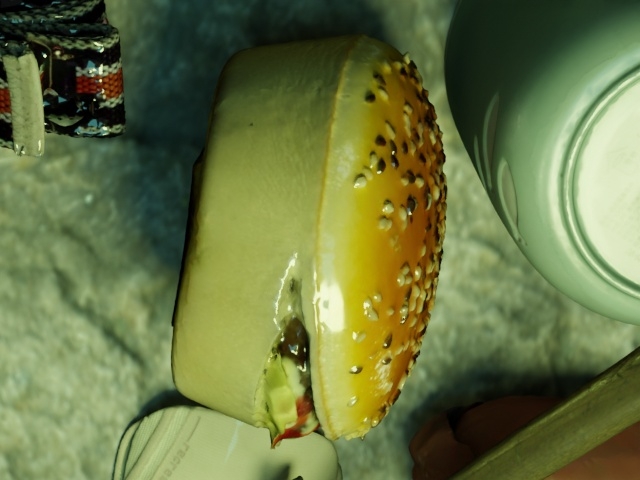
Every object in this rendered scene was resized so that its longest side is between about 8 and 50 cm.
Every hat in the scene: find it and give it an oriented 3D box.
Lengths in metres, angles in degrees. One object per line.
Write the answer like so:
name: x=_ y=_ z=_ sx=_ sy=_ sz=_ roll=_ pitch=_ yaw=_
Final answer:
hat: x=-0.075 y=0.256 z=1.470 sx=0.219 sy=0.164 sz=0.226 roll=12 pitch=130 yaw=-9

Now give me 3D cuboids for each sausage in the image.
sausage: x=0.209 y=0.199 z=1.453 sx=0.279 sy=0.152 sz=0.152 roll=3 pitch=113 yaw=0

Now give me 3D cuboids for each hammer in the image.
hammer: x=0.141 y=0.172 z=1.354 sx=0.440 sy=0.044 sz=0.168 roll=-35 pitch=86 yaw=23

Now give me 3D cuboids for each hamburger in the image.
hamburger: x=0.000 y=0.000 z=1.290 sx=0.176 sy=0.300 sz=0.300 roll=10 pitch=112 yaw=6

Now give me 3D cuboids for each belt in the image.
belt: x=-0.318 y=-0.125 z=1.305 sx=0.359 sy=0.126 sz=0.094 roll=1 pitch=123 yaw=2

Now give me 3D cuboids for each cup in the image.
cup: x=0.206 y=-0.128 z=1.249 sx=0.259 sy=0.274 sz=0.357 roll=-30 pitch=112 yaw=8
